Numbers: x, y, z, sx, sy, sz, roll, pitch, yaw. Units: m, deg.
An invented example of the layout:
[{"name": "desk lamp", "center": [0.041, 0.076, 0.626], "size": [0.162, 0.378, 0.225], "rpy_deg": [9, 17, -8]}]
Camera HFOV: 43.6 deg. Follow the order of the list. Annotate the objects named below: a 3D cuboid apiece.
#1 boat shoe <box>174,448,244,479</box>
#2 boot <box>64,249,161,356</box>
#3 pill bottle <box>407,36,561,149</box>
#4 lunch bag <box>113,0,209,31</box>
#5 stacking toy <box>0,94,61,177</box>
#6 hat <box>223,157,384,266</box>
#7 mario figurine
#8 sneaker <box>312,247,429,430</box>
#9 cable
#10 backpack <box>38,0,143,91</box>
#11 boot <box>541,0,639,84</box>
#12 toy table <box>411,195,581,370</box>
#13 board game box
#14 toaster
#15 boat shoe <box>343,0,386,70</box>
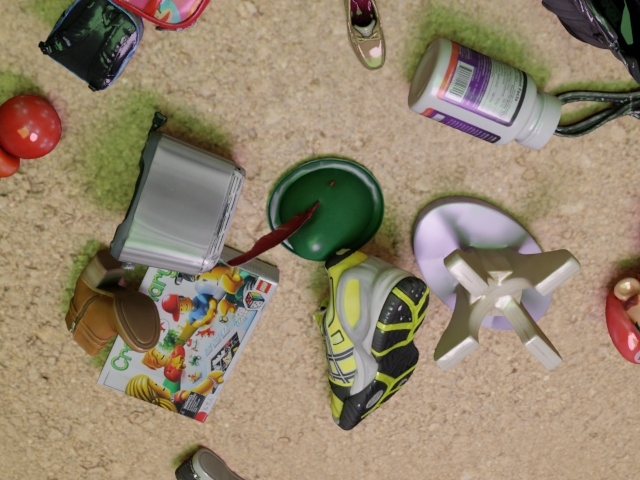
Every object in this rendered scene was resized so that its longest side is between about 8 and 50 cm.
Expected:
[{"name": "boat shoe", "center": [-0.167, 0.472, 1.452], "size": [0.069, 0.081, 0.228], "rpy_deg": [-36, 106, 18]}, {"name": "boot", "center": [-0.323, 0.131, 1.227], "size": [0.073, 0.197, 0.152], "rpy_deg": [4, 131, -44]}, {"name": "pill bottle", "center": [0.228, -0.196, 1.106], "size": [0.193, 0.108, 0.108], "rpy_deg": [20, 114, -12]}, {"name": "lunch bag", "center": [-0.175, -0.417, 0.982], "size": [0.258, 0.120, 0.293], "rpy_deg": [28, 112, -20]}, {"name": "stacking toy", "center": [-0.510, -0.096, 1.130], "size": [0.330, 0.141, 0.141], "rpy_deg": [-28, 115, 5]}, {"name": "hat", "center": [0.000, 0.000, 1.155], "size": [0.208, 0.183, 0.173], "rpy_deg": [-30, 114, 13]}, {"name": "mario figurine", "center": [0.566, 0.061, 1.210], "size": [0.198, 0.170, 0.320], "rpy_deg": [36, 106, 19]}, {"name": "sneaker", "center": [0.066, 0.156, 1.265], "size": [0.147, 0.145, 0.384], "rpy_deg": [39, 141, 26]}, {"name": "cable", "center": [0.467, -0.193, 1.137], "size": [0.287, 0.072, 0.139], "rpy_deg": [5, 111, -4]}, {"name": "backpack", "center": [-0.293, -0.274, 1.062], "size": [0.105, 0.084, 0.114], "rpy_deg": [37, 114, -18]}, {"name": "boot", "center": [0.300, -0.344, 0.969], "size": [0.338, 0.222, 0.118], "rpy_deg": [36, 111, -18]}, {"name": "toy table", "center": [0.260, 0.071, 1.216], "size": [0.274, 0.161, 0.252], "rpy_deg": [31, 112, -17]}, {"name": "board game box", "center": [-0.216, 0.140, 1.292], "size": [0.193, 0.053, 0.305], "rpy_deg": [23, 114, -12]}, {"name": "toaster", "center": [-0.200, -0.054, 1.138], "size": [0.146, 0.129, 0.227], "rpy_deg": [19, 84, -15]}, {"name": "boat shoe", "center": [0.058, -0.291, 1.087], "size": [0.050, 0.045, 0.135], "rpy_deg": [-17, 116, 7]}]
